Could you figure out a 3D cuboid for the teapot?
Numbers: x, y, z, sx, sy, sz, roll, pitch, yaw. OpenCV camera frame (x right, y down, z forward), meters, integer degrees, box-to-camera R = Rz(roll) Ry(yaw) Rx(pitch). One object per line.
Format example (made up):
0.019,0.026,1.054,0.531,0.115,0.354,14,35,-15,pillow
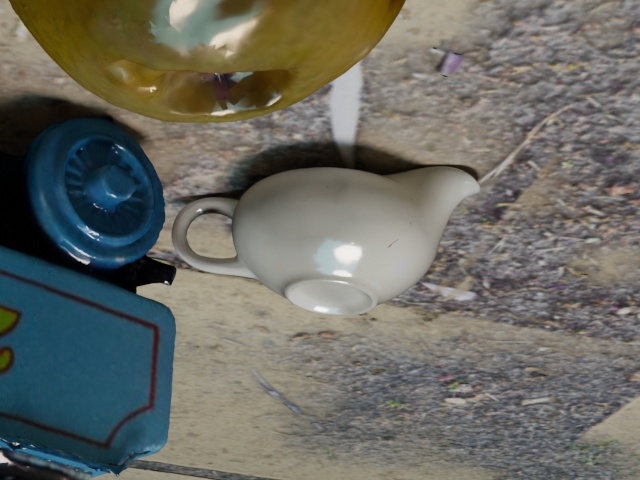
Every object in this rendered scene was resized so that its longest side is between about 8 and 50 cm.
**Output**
0.000,0.000,1.299,0.226,0.092,0.145,0,153,13,teapot

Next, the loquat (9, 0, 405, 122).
-0.052,-0.158,0.863,0.213,0.213,0.213,2,154,1,loquat

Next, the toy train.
-0.240,0.038,1.194,0.300,0.265,0.188,22,148,-37,toy train
